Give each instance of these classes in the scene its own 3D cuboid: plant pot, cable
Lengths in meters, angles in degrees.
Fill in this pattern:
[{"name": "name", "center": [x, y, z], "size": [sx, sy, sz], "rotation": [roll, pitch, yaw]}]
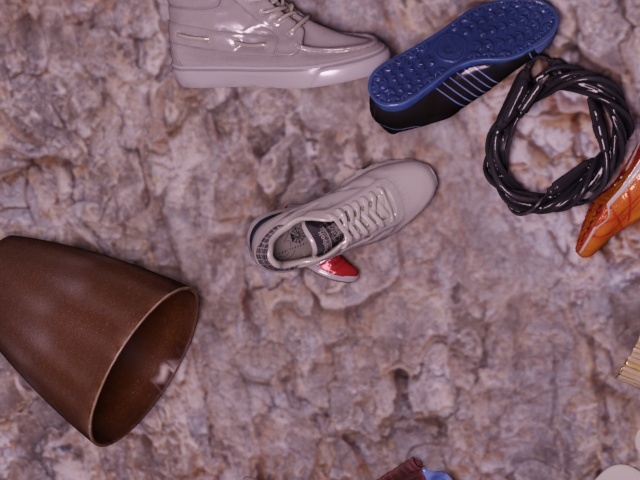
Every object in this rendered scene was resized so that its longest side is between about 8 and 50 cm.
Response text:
[{"name": "plant pot", "center": [-0.299, 0.095, 2.036], "size": [0.230, 0.215, 0.215], "rotation": [29, 109, 16]}, {"name": "cable", "center": [0.267, -0.109, 1.944], "size": [0.151, 0.047, 0.184], "rotation": [23, 103, 1]}]

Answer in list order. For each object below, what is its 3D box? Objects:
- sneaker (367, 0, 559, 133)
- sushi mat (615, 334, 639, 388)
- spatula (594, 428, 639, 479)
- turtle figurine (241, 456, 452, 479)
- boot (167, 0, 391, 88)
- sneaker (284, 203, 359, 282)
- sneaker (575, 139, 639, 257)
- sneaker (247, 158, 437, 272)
[{"name": "sneaker", "center": [0.160, -0.195, 1.925], "size": [0.232, 0.090, 0.081], "rotation": [-24, 66, -3]}, {"name": "sushi mat", "center": [0.505, 0.151, 1.915], "size": [0.317, 0.019, 0.151], "rotation": [22, 105, -3]}, {"name": "spatula", "center": [0.472, 0.294, 2.035], "size": [0.242, 0.019, 0.168], "rotation": [34, 108, 0]}, {"name": "turtle figurine", "center": [0.025, 0.389, 2.040], "size": [0.266, 0.198, 0.274], "rotation": [7, 89, 18]}, {"name": "boot", "center": [-0.052, -0.242, 1.934], "size": [0.258, 0.095, 0.123], "rotation": [-2, 112, 12]}, {"name": "sneaker", "center": [0.000, 0.000, 2.023], "size": [0.118, 0.042, 0.067], "rotation": [26, 112, 4]}, {"name": "sneaker", "center": [0.353, -0.043, 1.939], "size": [0.067, 0.064, 0.175], "rotation": [34, 111, -10]}, {"name": "sneaker", "center": [0.032, -0.022, 1.957], "size": [0.235, 0.095, 0.090], "rotation": [-26, 99, -8]}]
